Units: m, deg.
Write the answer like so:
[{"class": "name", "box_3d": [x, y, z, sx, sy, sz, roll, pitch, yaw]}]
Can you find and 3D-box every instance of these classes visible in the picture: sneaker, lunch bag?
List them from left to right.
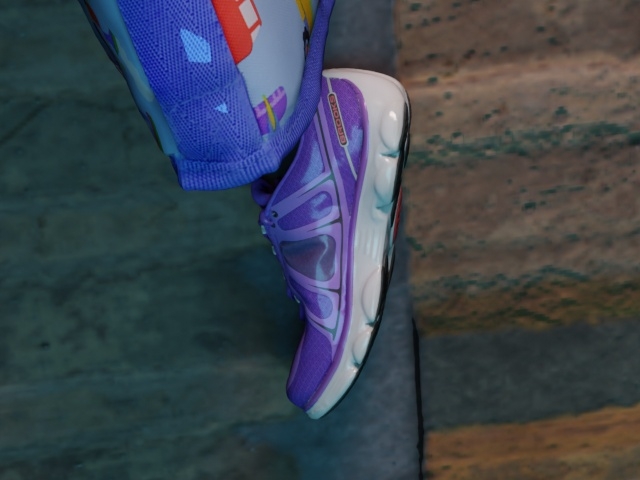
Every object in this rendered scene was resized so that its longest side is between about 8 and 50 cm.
[{"class": "lunch bag", "box_3d": [-0.063, -0.163, 0.621, 0.138, 0.293, 0.221, -18, 117, 3]}, {"class": "sneaker", "box_3d": [0.000, 0.000, 0.852, 0.071, 0.068, 0.170, 9, 108, 6]}]
